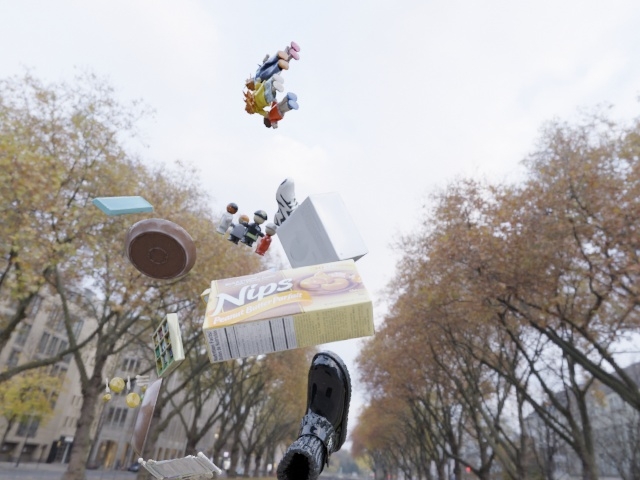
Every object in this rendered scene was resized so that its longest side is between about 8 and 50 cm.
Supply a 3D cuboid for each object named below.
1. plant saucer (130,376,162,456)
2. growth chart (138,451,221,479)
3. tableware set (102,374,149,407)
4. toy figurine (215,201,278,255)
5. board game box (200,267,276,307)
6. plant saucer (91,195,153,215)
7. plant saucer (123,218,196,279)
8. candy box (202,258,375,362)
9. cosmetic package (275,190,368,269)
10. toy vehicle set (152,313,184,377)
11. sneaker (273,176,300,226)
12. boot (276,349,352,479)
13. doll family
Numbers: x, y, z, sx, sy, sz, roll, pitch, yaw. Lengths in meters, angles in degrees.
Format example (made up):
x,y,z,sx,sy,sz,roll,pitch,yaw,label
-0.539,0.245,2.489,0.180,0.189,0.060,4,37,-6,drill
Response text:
x,y,z,sx,sy,sz,roll,pitch,yaw,label
-0.463,0.460,1.180,0.036,0.199,0.198,16,-29,-14,plant saucer
-0.466,0.764,1.498,0.237,0.021,0.172,-9,-51,5,growth chart
-0.633,0.500,1.467,0.154,0.104,0.024,11,-36,-45,tableware set
-0.292,-0.053,1.789,0.209,0.148,0.213,22,-10,22,toy figurine
-0.287,0.270,1.788,0.316,0.243,0.064,-19,12,13,board game box
-0.557,-0.102,1.274,0.067,0.018,0.192,37,16,9,plant saucer
-0.375,0.029,1.037,0.168,0.029,0.169,0,-59,0,plant saucer
-0.066,0.134,0.905,0.316,0.183,0.088,-9,-67,-4,candy box
0.000,0.000,1.423,0.138,0.224,0.224,-14,-18,-39,cosmetic package
-0.563,0.391,1.642,0.035,0.166,0.267,-3,-26,-34,toy vehicle set
-0.096,-0.122,1.731,0.153,0.094,0.235,31,-53,19,sneaker
-0.017,0.516,1.278,0.131,0.349,0.260,1,9,30,boot
-0.150,-0.434,1.232,0.118,0.263,0.163,17,-24,-36,doll family
